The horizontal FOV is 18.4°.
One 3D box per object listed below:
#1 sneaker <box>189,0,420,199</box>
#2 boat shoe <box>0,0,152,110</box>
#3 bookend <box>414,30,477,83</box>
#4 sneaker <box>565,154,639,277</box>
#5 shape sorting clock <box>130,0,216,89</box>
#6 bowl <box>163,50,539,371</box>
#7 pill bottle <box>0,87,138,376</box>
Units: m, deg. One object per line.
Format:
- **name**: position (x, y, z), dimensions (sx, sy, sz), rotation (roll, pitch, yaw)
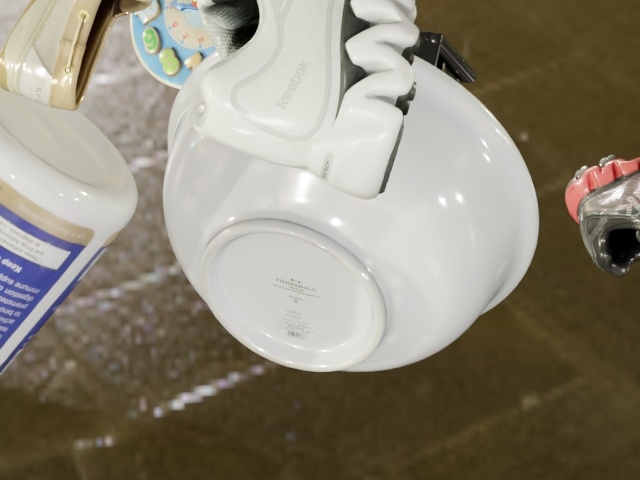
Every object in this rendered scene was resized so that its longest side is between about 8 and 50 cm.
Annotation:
- **sneaker**: position (-0.003, -0.160, 1.090), dimensions (0.118, 0.110, 0.292), rotation (9, 53, -4)
- **boat shoe**: position (-0.126, -0.152, 1.170), dimensions (0.059, 0.063, 0.170), rotation (27, 83, 8)
- **bookend**: position (0.089, -0.115, 1.957), dimensions (0.072, 0.157, 0.156), rotation (10, -8, 19)
- **sneaker**: position (0.372, -0.048, 1.973), dimensions (0.276, 0.097, 0.135), rotation (-27, 45, 30)
- **shape sorting clock**: position (-0.134, -0.273, 2.279), dimensions (0.206, 0.206, 0.040), rotation (29, 1, 35)
- **bowl**: position (0.000, 0.000, 1.450), dimensions (0.297, 0.298, 0.134), rotation (12, 45, 17)
- **pill bottle**: position (-0.253, 0.024, 1.292), dimensions (0.153, 0.265, 0.153), rotation (37, 16, -13)
